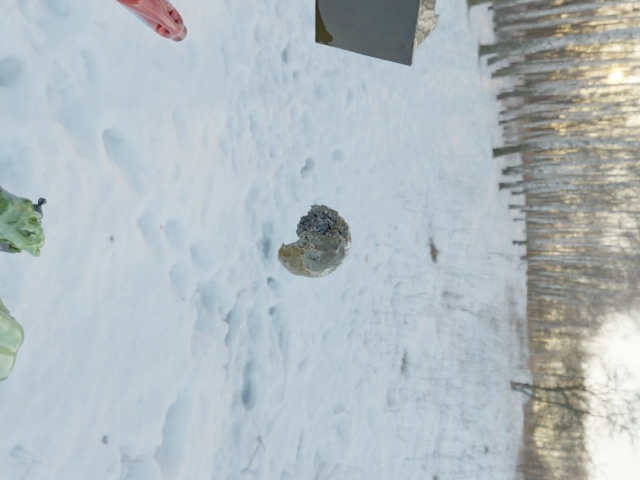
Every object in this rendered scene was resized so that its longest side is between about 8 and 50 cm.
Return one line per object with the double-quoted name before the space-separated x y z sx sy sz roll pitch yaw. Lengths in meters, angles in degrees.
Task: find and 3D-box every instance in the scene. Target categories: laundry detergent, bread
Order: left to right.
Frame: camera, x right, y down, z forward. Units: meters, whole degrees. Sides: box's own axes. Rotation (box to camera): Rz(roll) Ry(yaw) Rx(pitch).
"laundry detergent" -0.216 -0.303 0.732 0.049 0.097 0.165 -45 170 6
"bread" 0.000 0.000 0.734 0.060 0.082 0.113 106 10 -45

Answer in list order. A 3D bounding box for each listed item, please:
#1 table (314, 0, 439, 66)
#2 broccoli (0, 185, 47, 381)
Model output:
"table" 0.051 -0.194 0.437 0.082 0.083 0.070 -53 155 -40
"broccoli" -0.398 0.049 0.533 0.293 0.347 0.280 -33 149 -10
